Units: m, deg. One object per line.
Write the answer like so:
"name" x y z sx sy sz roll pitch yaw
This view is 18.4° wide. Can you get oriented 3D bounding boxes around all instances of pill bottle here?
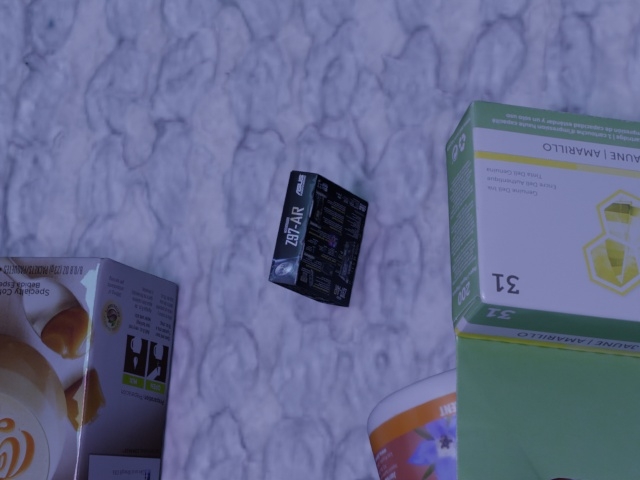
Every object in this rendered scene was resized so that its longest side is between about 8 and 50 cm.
"pill bottle" 0.108 0.179 1.059 0.121 0.121 0.216 -22 71 18

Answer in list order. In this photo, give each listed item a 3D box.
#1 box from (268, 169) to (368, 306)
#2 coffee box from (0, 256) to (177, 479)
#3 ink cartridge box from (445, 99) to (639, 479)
"box" 0.000 0.000 1.164 0.018 0.083 0.067 8 83 24
"coffee box" -0.180 0.138 1.205 0.141 0.098 0.246 -1 79 24
"ink cartridge box" 0.154 0.049 1.029 0.171 0.056 0.235 7 62 -13
